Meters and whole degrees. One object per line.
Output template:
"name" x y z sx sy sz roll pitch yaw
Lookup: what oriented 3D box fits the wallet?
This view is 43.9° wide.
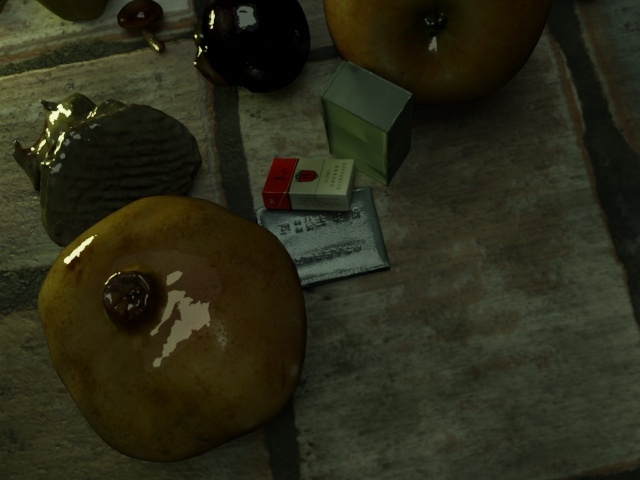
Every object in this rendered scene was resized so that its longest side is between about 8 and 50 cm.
"wallet" 0.000 -0.001 1.406 0.222 0.036 0.168 -12 71 0

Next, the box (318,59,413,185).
"box" 0.081 -0.198 1.361 0.129 0.225 0.086 31 78 13

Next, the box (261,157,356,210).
"box" -0.018 -0.100 1.407 0.152 0.048 0.100 4 42 11

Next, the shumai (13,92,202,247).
"shumai" -0.397 -0.138 1.433 0.314 0.267 0.262 -26 37 -32

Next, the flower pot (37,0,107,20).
"flower pot" -0.493 -0.530 1.540 0.195 0.179 0.195 -1 74 4

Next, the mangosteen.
"mangosteen" -0.144 -0.365 1.461 0.249 0.211 0.212 -13 69 32

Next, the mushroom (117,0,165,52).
"mushroom" -0.339 -0.427 1.552 0.088 0.073 0.129 -30 72 -36

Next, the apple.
"apple" 0.191 -0.406 1.331 0.400 0.400 0.334 10 57 8

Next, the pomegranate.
"pomegranate" -0.225 0.129 1.207 0.416 0.417 0.417 -1 72 5

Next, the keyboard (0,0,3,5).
"keyboard" -0.663 -0.556 1.645 0.093 0.025 0.230 22 76 13
